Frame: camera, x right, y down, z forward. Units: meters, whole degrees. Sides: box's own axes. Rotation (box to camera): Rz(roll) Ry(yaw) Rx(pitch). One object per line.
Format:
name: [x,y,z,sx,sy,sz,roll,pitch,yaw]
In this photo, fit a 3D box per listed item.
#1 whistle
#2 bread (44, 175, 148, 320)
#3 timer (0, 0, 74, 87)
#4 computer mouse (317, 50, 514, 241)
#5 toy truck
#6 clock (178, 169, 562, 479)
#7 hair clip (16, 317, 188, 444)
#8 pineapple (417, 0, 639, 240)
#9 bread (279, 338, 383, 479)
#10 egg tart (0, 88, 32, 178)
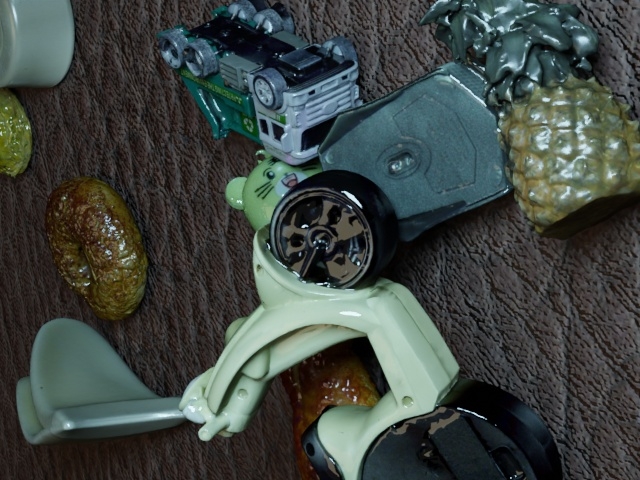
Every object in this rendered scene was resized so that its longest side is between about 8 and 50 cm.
whistle: [0.000,0.000,1.356,0.227,0.105,0.085,55,166,24]
bread: [-0.274,0.010,1.756,0.193,0.064,0.193,29,129,44]
timer: [-0.445,-0.245,1.705,0.175,0.266,0.175,24,122,47]
computer mouse: [0.092,-0.080,1.230,0.231,0.071,0.126,-26,95,43]
toy truck: [-0.055,-0.145,1.373,0.216,0.110,0.116,30,139,43]
clock: [0.030,0.151,1.263,0.276,0.120,0.379,-37,87,26]
hair clip: [-0.285,0.192,1.769,0.282,0.173,0.113,39,125,51]
pineapple: [0.156,-0.122,1.089,0.111,0.119,0.237,85,162,-79]
bread: [0.018,0.184,1.411,0.139,0.095,0.268,-33,75,47]
egg tart: [-0.421,-0.138,1.901,0.130,0.052,0.130,20,117,45]
